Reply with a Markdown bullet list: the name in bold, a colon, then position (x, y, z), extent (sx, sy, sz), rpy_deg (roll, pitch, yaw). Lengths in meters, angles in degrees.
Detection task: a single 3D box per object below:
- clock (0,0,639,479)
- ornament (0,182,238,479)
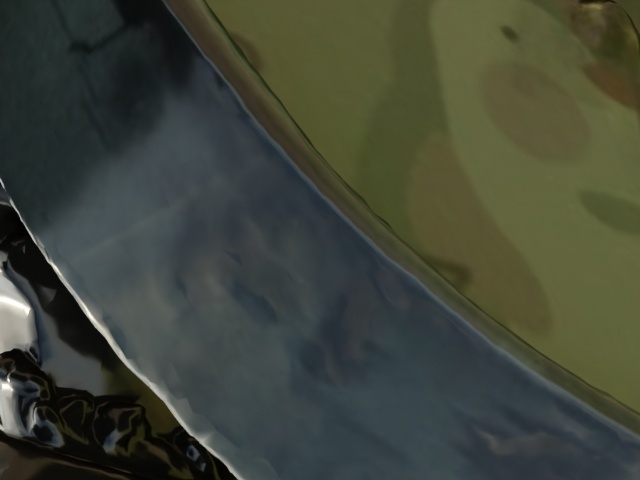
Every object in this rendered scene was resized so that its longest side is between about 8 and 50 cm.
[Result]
- **clock**: position (0.067, -0.049, 0.475), extent (0.319, 0.319, 0.066), rpy_deg (42, 130, 4)
- **ornament**: position (0.000, 0.000, 0.642), extent (0.251, 0.260, 0.106), rpy_deg (16, 172, -29)
